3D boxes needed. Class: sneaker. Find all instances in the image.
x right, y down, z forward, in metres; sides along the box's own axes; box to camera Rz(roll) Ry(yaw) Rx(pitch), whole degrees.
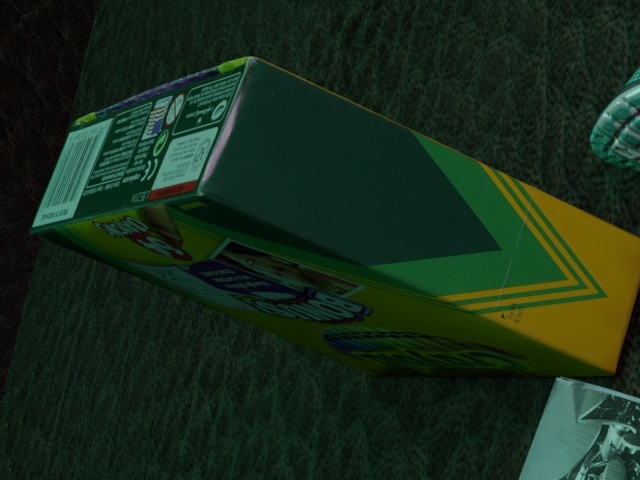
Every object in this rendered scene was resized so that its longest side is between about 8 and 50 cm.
[{"bbox_3d":[0.242,-0.113,1.283,0.166,0.065,0.076,-47,14,36],"label":"sneaker"}]

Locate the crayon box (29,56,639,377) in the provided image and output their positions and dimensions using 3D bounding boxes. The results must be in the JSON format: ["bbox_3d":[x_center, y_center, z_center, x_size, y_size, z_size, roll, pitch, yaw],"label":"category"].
[{"bbox_3d":[0.000,0.000,1.377,0.363,0.313,0.106,-8,60,65],"label":"crayon box"}]

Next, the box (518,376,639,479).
[{"bbox_3d":[0.166,0.207,1.152,0.183,0.056,0.231,15,84,67],"label":"box"}]
